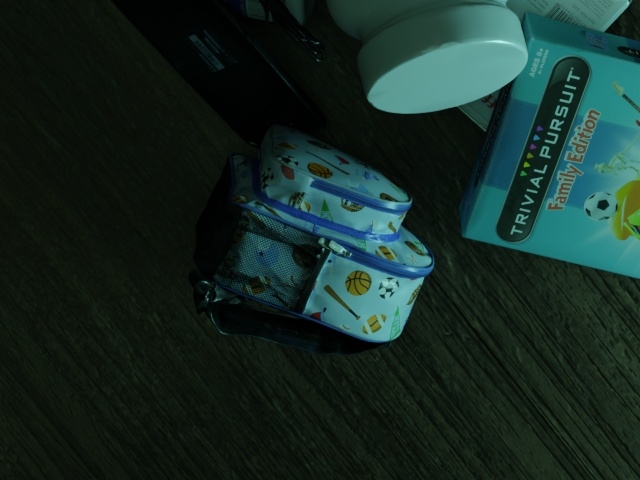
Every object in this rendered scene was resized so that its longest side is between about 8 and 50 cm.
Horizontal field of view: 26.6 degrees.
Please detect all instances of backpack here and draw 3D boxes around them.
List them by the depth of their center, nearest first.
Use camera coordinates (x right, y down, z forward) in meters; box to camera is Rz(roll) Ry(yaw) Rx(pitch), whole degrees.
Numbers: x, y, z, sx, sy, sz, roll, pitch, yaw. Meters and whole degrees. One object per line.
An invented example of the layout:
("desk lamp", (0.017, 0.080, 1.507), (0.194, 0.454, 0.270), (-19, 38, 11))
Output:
("backpack", (0.000, 0.000, 1.564), (0.263, 0.276, 0.213), (29, 110, -12))

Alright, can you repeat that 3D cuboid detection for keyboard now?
("keyboard", (-0.097, -0.234, 1.537), (0.201, 0.033, 0.317), (-15, 134, 36))

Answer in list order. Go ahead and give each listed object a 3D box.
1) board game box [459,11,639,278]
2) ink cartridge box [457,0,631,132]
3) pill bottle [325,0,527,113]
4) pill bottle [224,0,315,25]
("board game box", (0.352, -0.087, 1.509), (0.336, 0.079, 0.254), (13, 120, -5))
("ink cartridge box", (0.223, -0.247, 1.540), (0.158, 0.092, 0.218), (42, 114, 0))
("pill bottle", (0.092, -0.334, 1.420), (0.210, 0.210, 0.363), (-15, 74, 11))
("pill bottle", (-0.132, -0.344, 1.563), (0.264, 0.153, 0.153), (13, 102, 6))
